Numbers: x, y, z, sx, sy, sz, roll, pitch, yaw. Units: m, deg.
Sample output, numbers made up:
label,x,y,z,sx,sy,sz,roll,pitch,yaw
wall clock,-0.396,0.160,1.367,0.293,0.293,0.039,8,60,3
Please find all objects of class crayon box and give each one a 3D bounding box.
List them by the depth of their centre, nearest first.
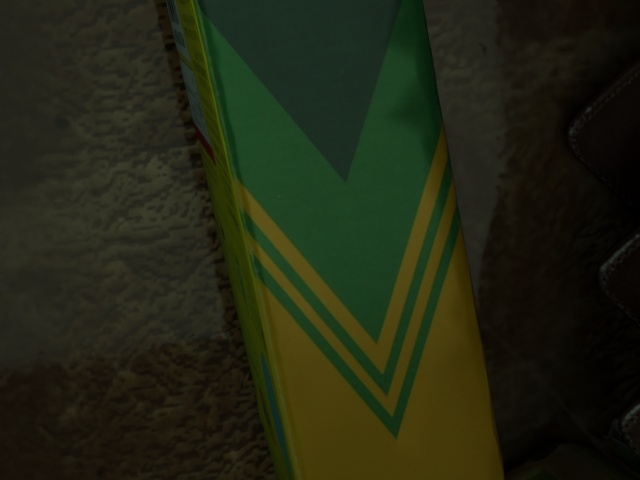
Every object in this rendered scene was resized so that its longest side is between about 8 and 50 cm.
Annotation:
label,x,y,z,sx,sy,sz,roll,pitch,yaw
crayon box,0.000,0.000,0.508,0.081,0.202,0.319,-13,104,-7

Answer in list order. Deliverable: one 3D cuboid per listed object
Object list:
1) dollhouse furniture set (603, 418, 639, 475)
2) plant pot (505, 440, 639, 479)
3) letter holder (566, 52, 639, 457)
label,x,y,z,sx,sy,sz,roll,pitch,yaw
dollhouse furniture set,0.220,0.149,0.639,0.151,0.076,0.059,16,100,-13
plant pot,0.120,0.235,0.568,0.227,0.228,0.207,-29,97,-3
letter holder,0.249,-0.015,0.486,0.214,0.152,0.302,42,137,-12
